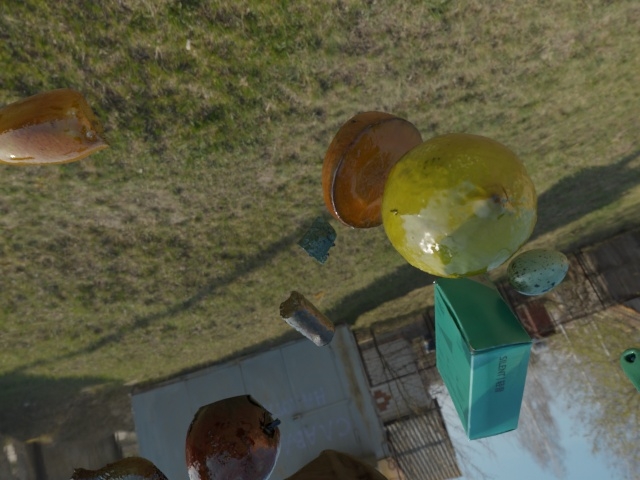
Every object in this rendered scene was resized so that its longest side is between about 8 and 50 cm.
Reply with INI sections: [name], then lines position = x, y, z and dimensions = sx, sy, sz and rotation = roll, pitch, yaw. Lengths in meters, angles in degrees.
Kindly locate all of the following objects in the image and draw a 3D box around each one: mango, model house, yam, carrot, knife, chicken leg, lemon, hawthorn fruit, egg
[mango]
position = -0.541, -0.209, 0.794
dimensions = 0.252, 0.154, 0.126
rotation = -9, 133, 7
[model house]
position = 0.000, 0.000, 0.925
dimensions = 0.083, 0.078, 0.066
rotation = -52, -178, -1
[yam]
position = -0.055, 0.315, 1.669
dimensions = 0.129, 0.128, 0.238
rotation = -14, 131, 43
[carrot]
position = 0.133, -0.172, 1.070
dimensions = 0.258, 0.100, 0.307
rotation = 18, 102, -26
[knife]
position = 0.592, 0.295, 0.700
dimensions = 0.034, 0.260, 0.063
rotation = 24, 128, -15
[chicken leg]
position = -0.480, 0.662, 1.074
dimensions = 0.177, 0.322, 0.083
rotation = -44, 179, -10
[lemon]
position = 0.229, -0.059, 0.717
dimensions = 0.260, 0.284, 0.261
rotation = -2, 115, -4
[hawthorn fruit]
position = -0.273, 0.626, 1.267
dimensions = 0.315, 0.316, 0.316
rotation = -16, 159, -6
[egg]
position = 0.410, 0.057, 0.785
dimensions = 0.110, 0.085, 0.085
rotation = -35, 154, 17

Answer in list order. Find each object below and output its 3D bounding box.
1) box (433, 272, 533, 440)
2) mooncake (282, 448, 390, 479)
[box]
position = 0.333, 0.247, 0.884
dimensions = 0.118, 0.205, 0.312
rotation = -14, 125, -1
[mooncake]
position = -0.001, 0.469, 0.626
dimensions = 0.325, 0.174, 0.334
rotation = -4, -163, 2
